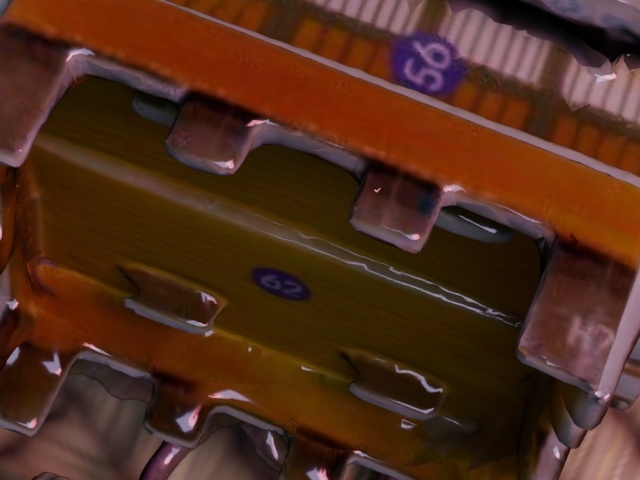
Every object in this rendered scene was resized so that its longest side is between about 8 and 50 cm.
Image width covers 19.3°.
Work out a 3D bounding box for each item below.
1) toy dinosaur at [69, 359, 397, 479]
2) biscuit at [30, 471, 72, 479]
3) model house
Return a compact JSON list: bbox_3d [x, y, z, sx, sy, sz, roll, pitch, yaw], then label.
[{"bbox_3d":[0.000,0.001,0.676,0.251,0.072,0.200,-45,92,-1],"label":"toy dinosaur"},{"bbox_3d":[-0.037,0.206,0.664,0.252,0.052,0.150,36,70,-19],"label":"biscuit"},{"bbox_3d":[0.009,-0.039,0.564,0.224,0.198,0.215,20,59,5],"label":"model house"}]
